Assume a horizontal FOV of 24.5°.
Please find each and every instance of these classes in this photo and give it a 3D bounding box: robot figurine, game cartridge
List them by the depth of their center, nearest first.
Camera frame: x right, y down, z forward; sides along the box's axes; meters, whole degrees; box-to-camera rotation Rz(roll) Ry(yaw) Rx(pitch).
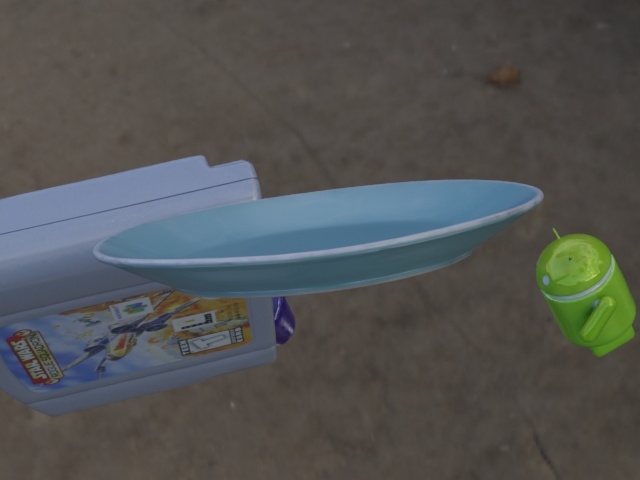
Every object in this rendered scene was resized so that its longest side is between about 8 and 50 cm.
[{"bbox_3d":[-0.130,0.042,0.966,0.198,0.297,0.062,-17,69,-6],"label":"game cartridge"},{"bbox_3d":[0.222,0.042,1.229,0.067,0.115,0.101,-29,33,3],"label":"robot figurine"}]

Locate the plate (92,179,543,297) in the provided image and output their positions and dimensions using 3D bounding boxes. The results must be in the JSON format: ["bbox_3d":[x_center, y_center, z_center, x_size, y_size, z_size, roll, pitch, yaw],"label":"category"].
[{"bbox_3d":[0.000,0.000,0.614,0.188,0.024,0.188,-8,9,1],"label":"plate"}]

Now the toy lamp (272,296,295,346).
[{"bbox_3d":[-0.107,0.040,1.503,0.080,0.274,0.080,-13,59,23],"label":"toy lamp"}]
